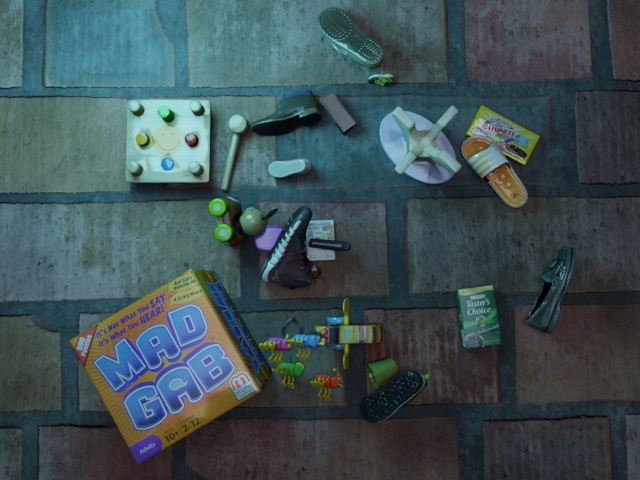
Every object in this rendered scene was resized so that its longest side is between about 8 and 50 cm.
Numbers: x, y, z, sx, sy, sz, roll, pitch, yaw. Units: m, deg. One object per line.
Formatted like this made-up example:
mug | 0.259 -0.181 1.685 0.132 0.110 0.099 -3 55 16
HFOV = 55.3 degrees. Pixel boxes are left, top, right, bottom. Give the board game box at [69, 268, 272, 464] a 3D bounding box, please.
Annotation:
board game box | -0.384 0.322 1.684 0.356 0.356 0.357 -31 87 -2

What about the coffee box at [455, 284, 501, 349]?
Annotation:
coffee box | 0.477 0.231 1.851 0.113 0.040 0.184 -6 86 -1

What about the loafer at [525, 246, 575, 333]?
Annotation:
loafer | 0.691 0.141 1.835 0.084 0.096 0.268 16 88 7

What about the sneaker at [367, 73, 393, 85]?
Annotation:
sneaker | 0.188 -0.497 1.904 0.083 0.031 0.035 -6 87 -1

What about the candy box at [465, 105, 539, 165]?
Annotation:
candy box | 0.564 -0.325 1.896 0.205 0.027 0.105 28 85 2

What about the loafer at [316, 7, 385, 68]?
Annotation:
loafer | 0.090 -0.612 1.885 0.102 0.092 0.268 -41 71 -4

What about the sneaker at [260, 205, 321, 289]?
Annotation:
sneaker | -0.052 0.035 1.808 0.162 0.106 0.281 27 122 -10

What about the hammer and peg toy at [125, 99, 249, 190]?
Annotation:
hammer and peg toy | -0.403 -0.292 1.839 0.360 0.127 0.266 1 86 0

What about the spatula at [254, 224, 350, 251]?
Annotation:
spatula | -0.055 0.005 1.859 0.296 0.030 0.084 7 87 10

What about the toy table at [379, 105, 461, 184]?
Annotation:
toy table | 0.300 -0.288 1.827 0.274 0.161 0.252 31 87 1

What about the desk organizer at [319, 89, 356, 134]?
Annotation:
desk organizer | 0.054 -0.394 1.889 0.050 0.047 0.130 -36 87 0

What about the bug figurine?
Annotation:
bug figurine | -0.053 0.346 1.761 0.216 0.279 0.072 2 44 27

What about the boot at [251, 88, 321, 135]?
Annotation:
boot | -0.111 -0.396 1.888 0.219 0.082 0.106 -11 64 3

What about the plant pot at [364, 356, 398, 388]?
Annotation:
plant pot | 0.187 0.387 1.826 0.079 0.083 0.083 -24 86 -14

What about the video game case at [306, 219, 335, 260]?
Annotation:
video game case | 0.000 0.000 1.879 0.087 0.011 0.122 -2 86 0

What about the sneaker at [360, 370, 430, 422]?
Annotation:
sneaker | 0.228 0.468 1.813 0.234 0.097 0.084 -38 60 21

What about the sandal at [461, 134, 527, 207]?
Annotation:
sandal | 0.535 -0.211 1.851 0.102 0.076 0.265 -41 87 18

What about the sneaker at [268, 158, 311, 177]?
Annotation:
sneaker | -0.089 -0.223 1.881 0.134 0.070 0.051 -4 95 29

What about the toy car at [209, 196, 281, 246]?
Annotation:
toy car | -0.211 -0.070 1.804 0.188 0.155 0.149 -14 87 4

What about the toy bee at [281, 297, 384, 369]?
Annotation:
toy bee | 0.046 0.285 1.787 0.298 0.162 0.196 -21 88 -2
